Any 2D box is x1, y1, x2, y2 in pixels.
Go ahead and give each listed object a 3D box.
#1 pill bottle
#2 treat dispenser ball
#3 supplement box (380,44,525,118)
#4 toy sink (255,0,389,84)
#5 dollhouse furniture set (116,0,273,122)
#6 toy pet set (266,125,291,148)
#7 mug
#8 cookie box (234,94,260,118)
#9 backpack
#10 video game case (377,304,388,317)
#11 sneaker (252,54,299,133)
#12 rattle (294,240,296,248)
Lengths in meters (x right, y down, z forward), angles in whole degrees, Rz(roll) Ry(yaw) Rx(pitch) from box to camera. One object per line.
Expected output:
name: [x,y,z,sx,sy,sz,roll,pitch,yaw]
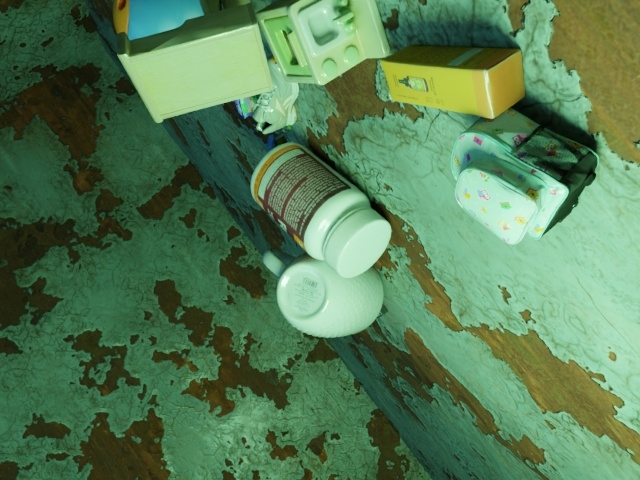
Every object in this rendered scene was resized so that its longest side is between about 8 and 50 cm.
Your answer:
pill bottle: [-0.003,-0.087,1.401,0.392,0.224,0.224,43,160,33]
treat dispenser ball: [-0.425,-0.612,1.400,0.288,0.288,0.288,47,162,21]
supplement box: [0.199,-0.256,0.788,0.233,0.080,0.078,30,151,50]
toy sink: [-0.004,-0.395,0.961,0.234,0.131,0.153,29,151,54]
dollhouse furniture set: [-0.270,-0.472,1.059,0.362,0.256,0.394,77,177,-58]
toy pet set: [-0.128,-0.315,1.567,0.122,0.065,0.114,61,162,-20]
mug: [-0.021,0.135,1.551,0.374,0.276,0.328,34,-172,23]
cookie box: [-0.198,-0.424,1.469,0.040,0.107,0.092,45,162,24]
backpack: [0.283,-0.100,0.756,0.188,0.144,0.166,49,168,25]
video game case: [0.132,0.196,1.922,0.248,0.035,0.275,53,163,5]
sneaker: [-0.130,-0.377,1.354,0.099,0.121,0.262,47,162,20]
rattle: [-0.094,-0.082,1.809,0.142,0.130,0.200,33,153,25]
